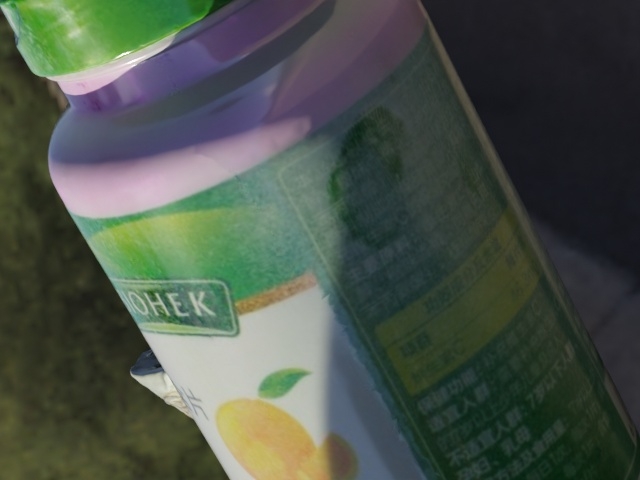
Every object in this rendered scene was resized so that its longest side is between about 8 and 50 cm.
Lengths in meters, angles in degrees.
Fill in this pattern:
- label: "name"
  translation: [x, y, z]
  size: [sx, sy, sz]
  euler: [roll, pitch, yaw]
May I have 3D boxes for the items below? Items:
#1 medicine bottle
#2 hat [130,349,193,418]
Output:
- label: "medicine bottle"
  translation: [0.000, 0.000, 0.651]
  size: [0.274, 0.133, 0.133]
  euler: [62, 174, -19]
- label: "hat"
  translation: [0.035, 0.024, 1.266]
  size: [0.168, 0.258, 0.301]
  euler: [37, 165, -11]
